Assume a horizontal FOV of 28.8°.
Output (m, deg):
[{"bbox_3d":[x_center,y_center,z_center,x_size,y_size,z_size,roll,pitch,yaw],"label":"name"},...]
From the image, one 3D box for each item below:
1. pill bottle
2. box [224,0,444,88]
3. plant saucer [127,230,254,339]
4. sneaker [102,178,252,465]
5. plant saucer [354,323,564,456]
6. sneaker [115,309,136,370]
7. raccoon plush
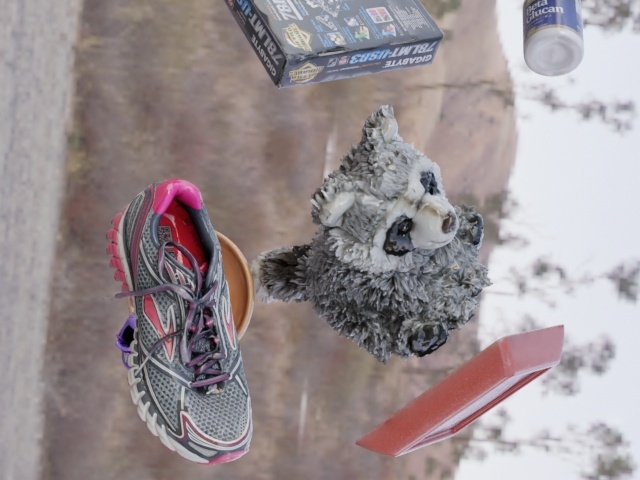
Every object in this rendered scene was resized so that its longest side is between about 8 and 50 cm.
[{"bbox_3d":[0.367,-0.348,1.971,0.094,0.094,0.169,101,-3,-49],"label":"pill bottle"},{"bbox_3d":[0.001,-0.384,1.983,0.295,0.293,0.073,58,-33,28],"label":"box"},{"bbox_3d":[-0.182,0.078,1.787,0.037,0.200,0.200,4,92,-68],"label":"plant saucer"},{"bbox_3d":[-0.140,0.083,1.269,0.112,0.121,0.299,-36,-110,53],"label":"sneaker"},{"bbox_3d":[0.205,0.210,1.690,0.047,0.258,0.259,58,24,15],"label":"plant saucer"},{"bbox_3d":[-0.258,0.135,1.715,0.071,0.068,0.170,-38,164,-33],"label":"sneaker"},{"bbox_3d":[0.000,0.000,1.575,0.299,0.446,0.216,48,45,-37],"label":"raccoon plush"}]
